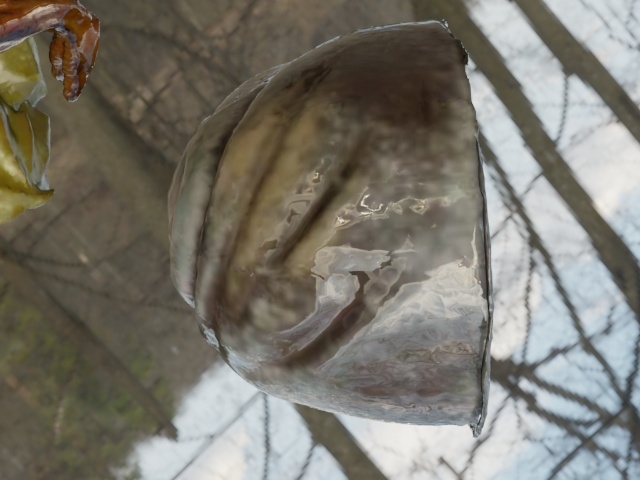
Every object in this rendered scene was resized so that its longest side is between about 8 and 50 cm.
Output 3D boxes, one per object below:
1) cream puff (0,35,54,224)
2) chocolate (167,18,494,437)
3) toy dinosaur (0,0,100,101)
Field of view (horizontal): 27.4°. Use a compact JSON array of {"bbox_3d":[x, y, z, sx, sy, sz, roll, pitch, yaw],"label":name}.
[{"bbox_3d":[-0.345,-0.064,0.986,0.324,0.257,0.291,-39,176,-5],"label":"cream puff"},{"bbox_3d":[0.000,0.000,0.924,0.213,0.303,0.303,-3,-170,-1],"label":"chocolate"},{"bbox_3d":[-0.195,-0.147,0.637,0.208,0.097,0.432,-6,150,-27],"label":"toy dinosaur"}]
